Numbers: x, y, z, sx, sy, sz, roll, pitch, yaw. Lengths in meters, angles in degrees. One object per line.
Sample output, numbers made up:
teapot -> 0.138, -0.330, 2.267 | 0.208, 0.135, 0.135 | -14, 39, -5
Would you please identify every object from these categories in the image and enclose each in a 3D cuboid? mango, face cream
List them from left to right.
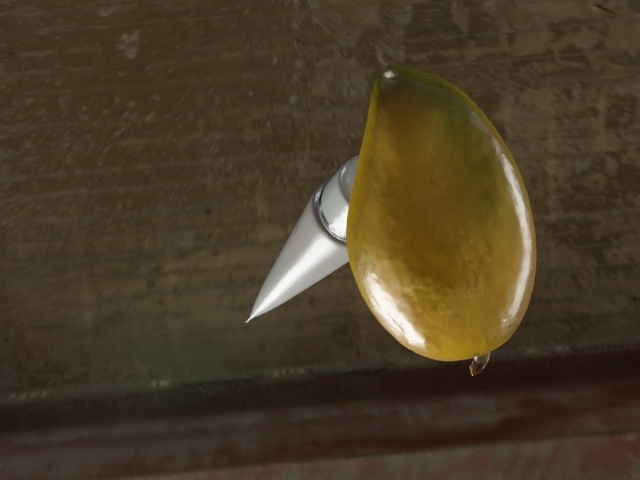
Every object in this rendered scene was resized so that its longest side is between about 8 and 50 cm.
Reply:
face cream -> 0.000, 0.000, 1.298 | 0.089, 0.314, 0.143 | 44, -122, -1
mango -> 0.111, -0.012, 1.039 | 0.176, 0.119, 0.317 | -6, -68, 12
